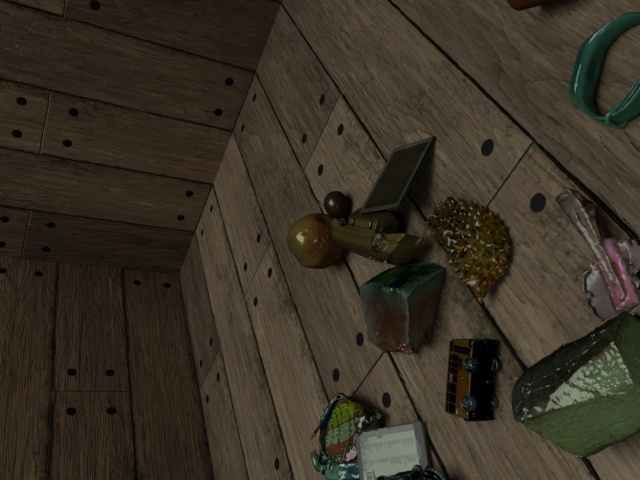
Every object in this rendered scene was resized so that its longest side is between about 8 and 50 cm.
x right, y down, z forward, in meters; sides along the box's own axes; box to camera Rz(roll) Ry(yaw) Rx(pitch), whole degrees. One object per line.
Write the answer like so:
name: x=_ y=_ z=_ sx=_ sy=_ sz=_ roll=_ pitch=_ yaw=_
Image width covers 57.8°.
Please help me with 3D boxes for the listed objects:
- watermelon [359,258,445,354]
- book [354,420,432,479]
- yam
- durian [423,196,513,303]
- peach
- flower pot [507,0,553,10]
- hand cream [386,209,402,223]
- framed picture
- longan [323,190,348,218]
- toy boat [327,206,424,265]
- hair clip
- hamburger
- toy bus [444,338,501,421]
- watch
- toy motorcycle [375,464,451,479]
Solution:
watermelon: x=0.230 y=0.195 z=1.720 sx=0.264 sy=0.151 sz=0.301 roll=-2 pitch=81 yaw=61
book: x=0.209 y=0.621 z=1.683 sx=0.231 sy=0.026 sz=0.157 roll=-20 pitch=64 yaw=30
yam: x=0.535 y=0.264 z=1.102 sx=0.201 sy=0.203 sz=0.271 roll=-58 pitch=3 yaw=-42
durian: x=0.379 y=-0.013 z=1.545 sx=0.191 sy=0.112 sz=0.341 roll=-65 pitch=30 yaw=32
peach: x=0.000 y=0.000 z=2.139 sx=0.233 sy=0.233 sz=0.232 roll=-24 pitch=62 yaw=57
flower pot: x=0.545 y=-0.645 z=1.361 sx=0.173 sy=0.191 sz=0.190 roll=18 pitch=99 yaw=49
hand cream: x=0.219 y=-0.075 z=1.938 sx=0.163 sy=0.039 sz=0.062 roll=-164 pitch=81 yaw=-67
framed picture: x=0.242 y=-0.202 z=1.834 sx=0.217 sy=0.017 sz=0.274 roll=-3 pitch=54 yaw=61
longan: x=0.059 y=-0.131 z=2.184 sx=0.113 sy=0.092 sz=0.113 roll=31 pitch=129 yaw=47
toy boat: x=0.178 y=-0.022 z=1.871 sx=0.445 sy=0.136 sz=0.162 roll=20 pitch=95 yaw=64
hair clip: x=0.587 y=0.025 z=1.196 sx=0.173 sy=0.069 sz=0.300 roll=-46 pitch=54 yaw=49
hamburger: x=0.099 y=0.642 z=1.878 sx=0.261 sy=0.151 sz=0.275 roll=-2 pitch=66 yaw=43
toy bus: x=0.381 y=0.344 z=1.464 sx=0.114 sy=0.098 sz=0.200 roll=-2 pitch=82 yaw=61
watch: x=0.631 y=-0.357 z=1.232 sx=0.195 sy=0.068 sz=0.236 roll=24 pitch=100 yaw=58
toy motorcycle: x=0.263 y=0.705 z=1.545 sx=0.275 sy=0.125 sz=0.187 roll=-36 pitch=73 yaw=44
